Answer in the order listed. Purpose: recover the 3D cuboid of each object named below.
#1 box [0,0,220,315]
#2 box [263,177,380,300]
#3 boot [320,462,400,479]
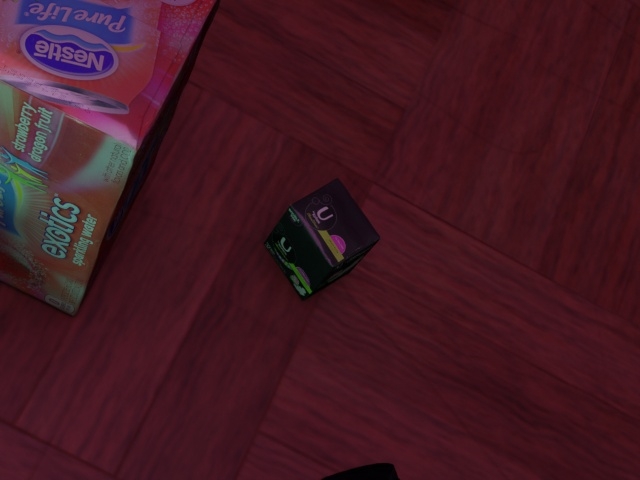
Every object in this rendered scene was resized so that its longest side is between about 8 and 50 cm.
[{"bbox_3d":[-0.188,-0.083,0.848,0.154,0.300,0.142,27,62,-7],"label":"box"},{"bbox_3d":[0.000,0.000,1.000,0.052,0.083,0.062,-31,81,-27],"label":"box"},{"bbox_3d":[0.019,0.299,0.876,0.246,0.094,0.207,-41,112,-60],"label":"boot"}]
